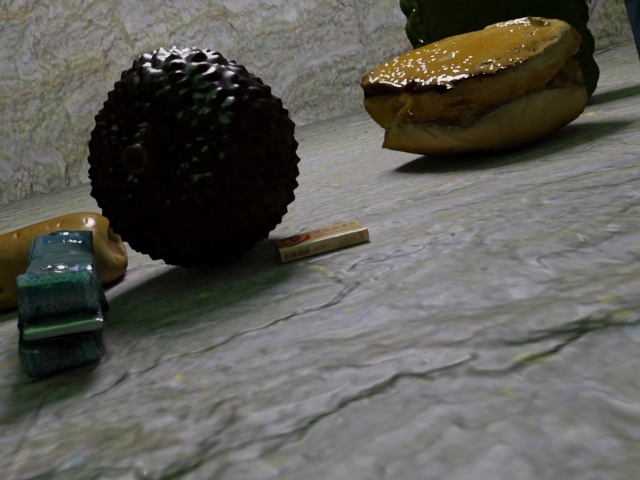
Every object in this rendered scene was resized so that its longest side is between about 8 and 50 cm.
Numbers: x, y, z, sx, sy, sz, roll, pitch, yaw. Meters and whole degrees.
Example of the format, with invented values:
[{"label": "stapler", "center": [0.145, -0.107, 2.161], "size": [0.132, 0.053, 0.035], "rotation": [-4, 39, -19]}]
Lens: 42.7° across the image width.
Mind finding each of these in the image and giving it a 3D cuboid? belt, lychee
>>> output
[{"label": "belt", "center": [-0.230, 0.047, 0.740], "size": [0.072, 0.087, 0.302], "rotation": [-4, 9, -15]}, {"label": "lychee", "center": [-0.130, -0.088, 0.889], "size": [0.235, 0.236, 0.271], "rotation": [-12, 2, 13]}]

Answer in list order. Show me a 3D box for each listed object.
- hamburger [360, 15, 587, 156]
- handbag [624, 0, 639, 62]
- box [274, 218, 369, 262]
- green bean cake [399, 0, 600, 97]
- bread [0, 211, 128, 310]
[{"label": "hamburger", "center": [0.226, -0.222, 1.230], "size": [0.284, 0.174, 0.304], "rotation": [-22, 14, -25]}, {"label": "handbag", "center": [0.464, -0.241, 0.858], "size": [0.222, 0.241, 0.263], "rotation": [-24, 15, -33]}, {"label": "box", "center": [0.000, 0.000, 0.843], "size": [0.093, 0.015, 0.058], "rotation": [-15, 13, -5]}, {"label": "green bean cake", "center": [0.332, -0.384, 1.516], "size": [0.335, 0.319, 0.218], "rotation": [-12, 11, 5]}, {"label": "bread", "center": [-0.317, 0.019, 0.962], "size": [0.173, 0.085, 0.134], "rotation": [-15, 12, -1]}]
